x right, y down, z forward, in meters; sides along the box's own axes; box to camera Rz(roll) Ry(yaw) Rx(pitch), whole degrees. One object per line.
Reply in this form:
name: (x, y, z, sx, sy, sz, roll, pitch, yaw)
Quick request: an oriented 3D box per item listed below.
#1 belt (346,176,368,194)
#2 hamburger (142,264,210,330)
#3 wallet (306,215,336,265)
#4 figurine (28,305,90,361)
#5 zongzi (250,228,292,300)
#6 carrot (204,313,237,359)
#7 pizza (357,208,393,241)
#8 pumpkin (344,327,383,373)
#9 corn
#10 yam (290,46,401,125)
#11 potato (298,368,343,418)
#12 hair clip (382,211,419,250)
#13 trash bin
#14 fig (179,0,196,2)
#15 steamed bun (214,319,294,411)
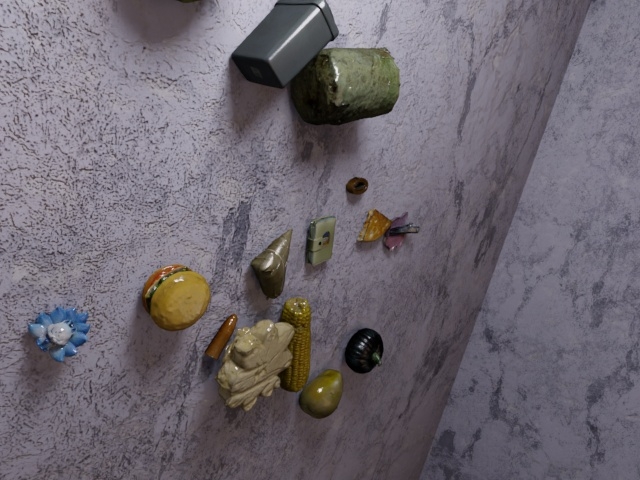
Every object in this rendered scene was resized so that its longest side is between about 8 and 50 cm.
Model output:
belt: (0.125, -0.188, 1.454, 0.083, 0.036, 0.059, -18, 116, -42)
hamburger: (-0.351, 0.139, 1.038, 0.162, 0.115, 0.162, -21, 122, -39)
wallet: (0.000, 0.000, 1.412, 0.110, 0.039, 0.155, -19, 123, -45)
figurine: (-0.533, 0.186, 0.891, 0.114, 0.079, 0.114, 4, 76, -15)
zongzi: (-0.120, 0.081, 1.302, 0.178, 0.081, 0.189, -50, 145, -32)
carrot: (-0.283, 0.277, 1.239, 0.048, 0.048, 0.139, 40, 76, -50)
pizza: (0.199, -0.060, 1.592, 0.178, 0.041, 0.131, -40, 129, -21)
pumpkin: (0.182, 0.458, 1.775, 0.194, 0.150, 0.194, 39, 45, -55)
corn: (-0.088, 0.359, 1.441, 0.120, 0.120, 0.363, -15, 119, -43)
yam: (0.075, -0.422, 1.161, 0.300, 0.195, 0.195, -24, 126, -39)
potato: (0.012, 0.593, 1.666, 0.194, 0.157, 0.157, -51, 140, -36)
hair clip: (0.322, -0.035, 1.743, 0.187, 0.056, 0.146, -14, 117, -30)
trash bin: (-0.074, -0.468, 0.985, 0.236, 0.177, 0.101, -50, 139, -11)
fig: (-0.203, -0.559, 0.751, 0.239, 0.239, 0.271, 17, 110, -50)
steamed bun: (-0.206, 0.349, 1.277, 0.292, 0.137, 0.295, -52, 146, -14)
